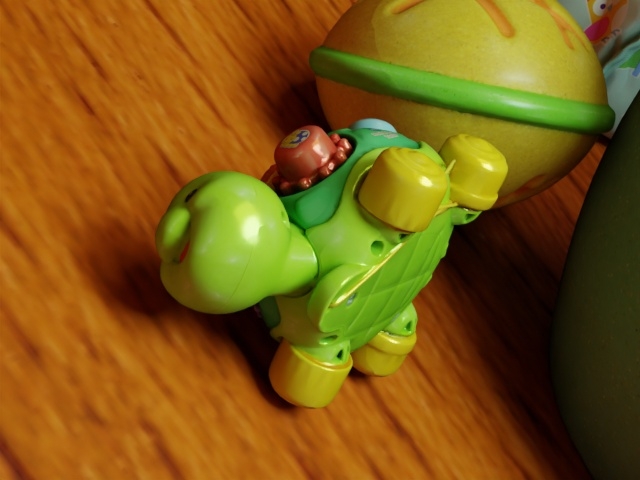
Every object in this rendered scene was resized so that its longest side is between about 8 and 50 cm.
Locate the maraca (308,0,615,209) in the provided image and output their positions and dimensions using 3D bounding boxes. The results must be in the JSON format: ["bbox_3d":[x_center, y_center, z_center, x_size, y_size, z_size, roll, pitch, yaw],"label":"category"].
[{"bbox_3d":[0.064,-0.064,0.597,0.127,0.099,0.185,17,10,14],"label":"maraca"}]

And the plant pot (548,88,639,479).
[{"bbox_3d":[0.211,0.037,0.582,0.290,0.195,0.290,34,33,-26],"label":"plant pot"}]

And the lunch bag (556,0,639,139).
[{"bbox_3d":[0.228,-0.176,0.895,0.223,0.160,0.262,21,45,-39],"label":"lunch bag"}]

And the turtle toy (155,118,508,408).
[{"bbox_3d":[0.000,0.000,0.457,0.066,0.095,0.130,36,23,21],"label":"turtle toy"}]
